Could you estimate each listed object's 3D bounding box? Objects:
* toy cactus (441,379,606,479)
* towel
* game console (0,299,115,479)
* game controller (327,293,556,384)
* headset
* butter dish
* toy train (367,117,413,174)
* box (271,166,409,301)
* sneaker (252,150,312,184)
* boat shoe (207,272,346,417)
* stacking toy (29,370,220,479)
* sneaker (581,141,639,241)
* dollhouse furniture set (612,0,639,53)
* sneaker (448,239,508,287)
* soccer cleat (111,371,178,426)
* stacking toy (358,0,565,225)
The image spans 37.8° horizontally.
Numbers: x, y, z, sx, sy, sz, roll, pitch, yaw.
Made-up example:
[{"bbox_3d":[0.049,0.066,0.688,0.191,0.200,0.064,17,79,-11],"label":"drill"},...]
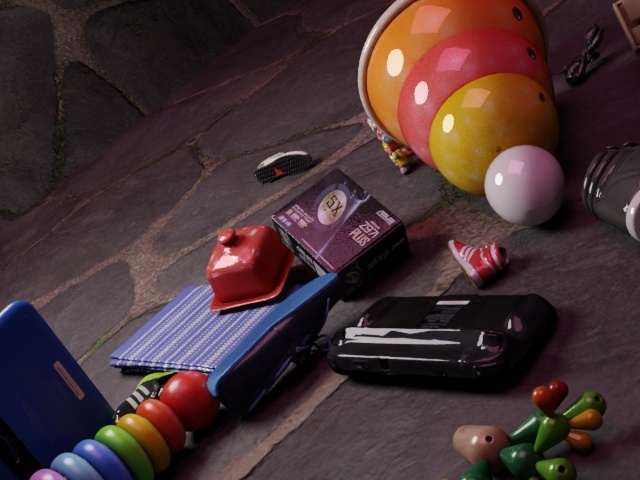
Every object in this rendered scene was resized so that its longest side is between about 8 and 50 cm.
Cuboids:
[{"bbox_3d":[0.188,0.219,0.960,0.219,0.112,0.180,-48,17,-16],"label":"toy cactus"},{"bbox_3d":[-0.204,0.157,1.657,0.336,0.040,0.243,-3,33,46],"label":"towel"},{"bbox_3d":[-0.485,0.278,1.408,0.173,0.293,0.250,-11,29,40],"label":"game console"},{"bbox_3d":[0.154,0.127,1.246,0.319,0.067,0.166,-4,20,47],"label":"game controller"},{"bbox_3d":[0.349,-0.398,1.856,0.394,0.243,0.185,27,85,31],"label":"headset"},{"bbox_3d":[-0.136,0.028,1.628,0.159,0.118,0.160,-15,37,31],"label":"butter dish"},{"bbox_3d":[0.142,-0.198,1.831,0.046,0.125,0.166,-32,18,4],"label":"toy train"},{"bbox_3d":[0.032,-0.012,1.544,0.147,0.077,0.180,-36,53,-14],"label":"box"},{"bbox_3d":[-0.082,-0.186,2.171,0.161,0.057,0.075,-18,31,35],"label":"sneaker"},{"bbox_3d":[-0.054,0.156,1.401,0.258,0.089,0.109,-42,11,-12],"label":"boat shoe"},{"bbox_3d":[-0.271,0.306,1.324,0.141,0.141,0.330,-2,29,49],"label":"stacking toy"},{"bbox_3d":[0.475,-0.122,1.275,0.295,0.105,0.147,-41,29,-12],"label":"sneaker"},{"bbox_3d":[0.600,-0.418,1.608,0.161,0.212,0.242,-26,-4,17],"label":"dollhouse furniture set"},{"bbox_3d":[0.233,0.020,1.368,0.067,0.042,0.118,-34,30,4],"label":"sneaker"},{"bbox_3d":[-0.276,0.265,1.481,0.072,0.060,0.179,-20,22,22],"label":"soccer cleat"},{"bbox_3d":[0.277,-0.184,1.520,0.350,0.351,0.480,-27,42,9],"label":"stacking toy"}]
